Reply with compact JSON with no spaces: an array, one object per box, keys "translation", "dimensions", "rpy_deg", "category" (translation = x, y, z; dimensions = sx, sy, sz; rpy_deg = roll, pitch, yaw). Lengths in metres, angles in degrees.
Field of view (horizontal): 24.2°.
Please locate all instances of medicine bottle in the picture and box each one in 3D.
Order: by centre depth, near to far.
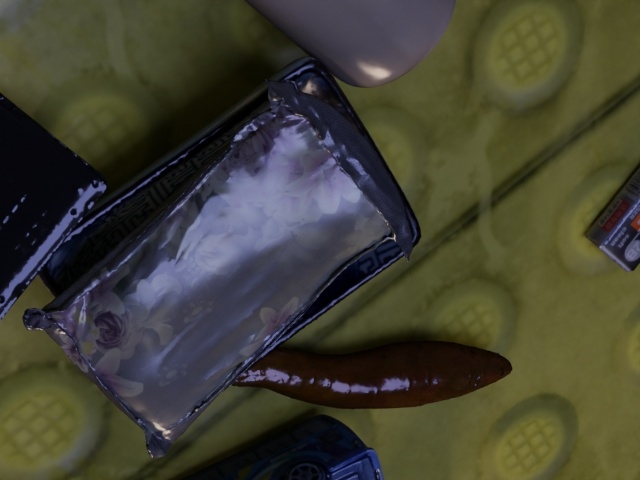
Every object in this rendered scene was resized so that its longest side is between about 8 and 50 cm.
[{"translation":[-0.024,-0.208,0.976],"dimensions":[0.252,0.114,0.114],"rpy_deg":[36,94,-37],"category":"medicine bottle"}]

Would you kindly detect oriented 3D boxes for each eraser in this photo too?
[{"translation":[0.286,-0.034,1.293],"dimensions":[0.052,0.029,0.122],"rpy_deg":[37,94,-38],"category":"eraser"}]

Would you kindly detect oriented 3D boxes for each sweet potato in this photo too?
[{"translation":[0.046,0.111,1.216],"dimensions":[0.264,0.057,0.057],"rpy_deg":[-2,115,-27],"category":"sweet potato"}]

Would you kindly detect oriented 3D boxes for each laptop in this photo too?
[{"translation":[-0.242,-0.008,0.975],"dimensions":[0.129,0.016,0.180],"rpy_deg":[39,93,0],"category":"laptop"}]

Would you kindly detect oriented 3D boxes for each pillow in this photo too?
[{"translation":[-0.067,0.015,1.001],"dimensions":[0.255,0.059,0.169],"rpy_deg":[-42,123,1],"category":"pillow"}]

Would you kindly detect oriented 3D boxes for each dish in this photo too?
[{"translation":[-0.070,-0.009,1.069],"dimensions":[0.243,0.080,0.182],"rpy_deg":[-37,124,-5],"category":"dish"}]

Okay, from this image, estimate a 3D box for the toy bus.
[{"translation":[-0.069,0.218,1.180],"dimensions":[0.236,0.094,0.079],"rpy_deg":[-24,130,-16],"category":"toy bus"}]
